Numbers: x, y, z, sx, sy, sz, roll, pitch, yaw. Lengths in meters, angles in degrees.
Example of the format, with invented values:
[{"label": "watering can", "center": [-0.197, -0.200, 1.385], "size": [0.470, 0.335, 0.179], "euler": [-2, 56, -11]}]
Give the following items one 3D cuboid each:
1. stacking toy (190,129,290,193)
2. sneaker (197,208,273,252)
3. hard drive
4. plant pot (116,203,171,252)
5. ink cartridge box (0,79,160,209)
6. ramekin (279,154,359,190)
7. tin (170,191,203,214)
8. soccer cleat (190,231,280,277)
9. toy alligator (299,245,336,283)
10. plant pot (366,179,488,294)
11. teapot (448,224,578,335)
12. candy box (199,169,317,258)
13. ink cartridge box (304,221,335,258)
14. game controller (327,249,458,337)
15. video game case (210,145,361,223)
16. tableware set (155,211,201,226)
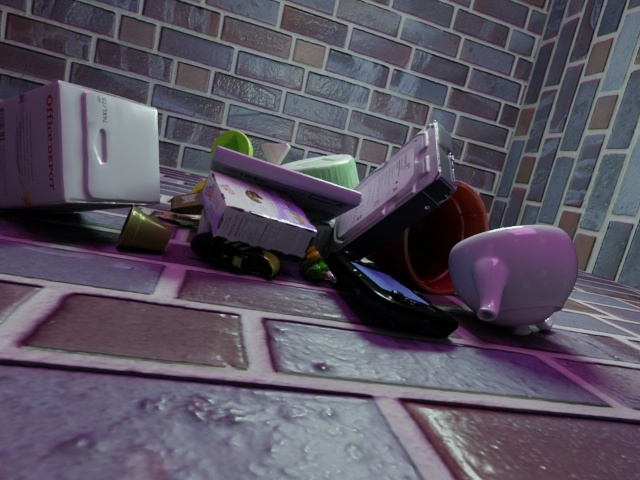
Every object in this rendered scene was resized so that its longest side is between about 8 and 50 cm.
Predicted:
[{"label": "stacking toy", "center": [-0.215, -0.170, 1.295], "size": [0.308, 0.280, 0.130], "euler": [15, -2, 17]}, {"label": "sneaker", "center": [-0.172, -0.026, 0.959], "size": [0.152, 0.102, 0.268], "euler": [11, 6, 3]}, {"label": "hard drive", "center": [0.157, -0.101, 0.988], "size": [0.064, 0.338, 0.237], "euler": [36, 41, -21]}, {"label": "plant pot", "center": [-0.323, -0.014, 0.787], "size": [0.079, 0.084, 0.083], "euler": [22, 4, -27]}, {"label": "ink cartridge box", "center": [-0.479, -0.160, 0.820], "size": [0.269, 0.199, 0.197], "euler": [-1, 2, 30]}, {"label": "ramekin", "center": [-0.012, -0.192, 1.427], "size": [0.302, 0.149, 0.303], "euler": [-9, 17, 3]}, {"label": "tin", "center": [-0.302, -0.095, 1.091], "size": [0.189, 0.040, 0.106], "euler": [-5, -4, 28]}, {"label": "soccer cleat", "center": [-0.163, 0.027, 0.800], "size": [0.178, 0.060, 0.072], "euler": [16, 10, 0]}, {"label": "toy alligator", "center": [-0.013, 0.058, 0.865], "size": [0.051, 0.056, 0.190], "euler": [-31, 18, -2]}, {"label": "plant pot", "center": [0.239, -0.021, 1.108], "size": [0.272, 0.273, 0.265], "euler": [8, 3, -30]}, {"label": "teapot", "center": [0.382, 0.092, 0.833], "size": [0.255, 0.187, 0.253], "euler": [-4, -18, -2]}, {"label": "candy box", "center": [-0.128, -0.053, 0.855], "size": [0.196, 0.070, 0.165], "euler": [15, 24, -32]}, {"label": "ink cartridge box", "center": [0.000, 0.000, 1.100], "size": [0.052, 0.089, 0.122], "euler": [22, 12, 36]}, {"label": "game controller", "center": [0.120, 0.089, 0.793], "size": [0.166, 0.067, 0.319], "euler": [12, 10, -16]}, {"label": "video game case", "center": [-0.103, -0.117, 1.029], "size": [0.328, 0.036, 0.300], "euler": [16, -11, -14]}, {"label": "tableware set", "center": [-0.353, -0.055, 1.147], "size": [0.168, 0.020, 0.141], "euler": [19, 10, 36]}]
